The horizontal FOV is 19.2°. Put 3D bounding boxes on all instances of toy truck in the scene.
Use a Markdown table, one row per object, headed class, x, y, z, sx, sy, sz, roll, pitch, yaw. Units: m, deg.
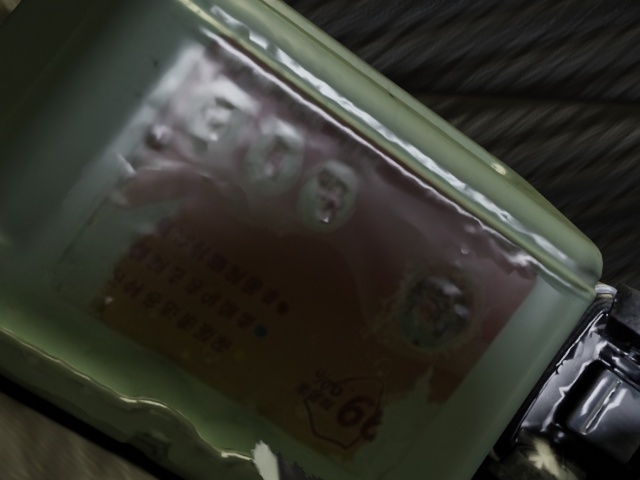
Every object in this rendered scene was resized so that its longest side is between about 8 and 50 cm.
| class | x | y | z | sx | sy | sz | roll | pitch | yaw |
| --- | --- | --- | --- | --- | --- | --- | --- | --- | --- |
| toy truck | 0.245 | 0.157 | 1.274 | 0.363 | 0.176 | 0.178 | 35 | -1 | -25 |

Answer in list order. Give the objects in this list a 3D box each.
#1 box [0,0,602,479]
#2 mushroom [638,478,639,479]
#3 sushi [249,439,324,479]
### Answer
| class | x | y | z | sx | sy | sz | roll | pitch | yaw |
| --- | --- | --- | --- | --- | --- | --- | --- | --- | --- |
| box | -0.031 | -0.002 | 0.839 | 0.312 | 0.182 | 0.175 | 33 | 9 | -28 |
| mushroom | 0.241 | 0.205 | 1.021 | 0.329 | 0.159 | 0.122 | -59 | 139 | -79 |
| sushi | 0.065 | 0.164 | 0.467 | 0.192 | 0.040 | 0.210 | 33 | 38 | -32 |
